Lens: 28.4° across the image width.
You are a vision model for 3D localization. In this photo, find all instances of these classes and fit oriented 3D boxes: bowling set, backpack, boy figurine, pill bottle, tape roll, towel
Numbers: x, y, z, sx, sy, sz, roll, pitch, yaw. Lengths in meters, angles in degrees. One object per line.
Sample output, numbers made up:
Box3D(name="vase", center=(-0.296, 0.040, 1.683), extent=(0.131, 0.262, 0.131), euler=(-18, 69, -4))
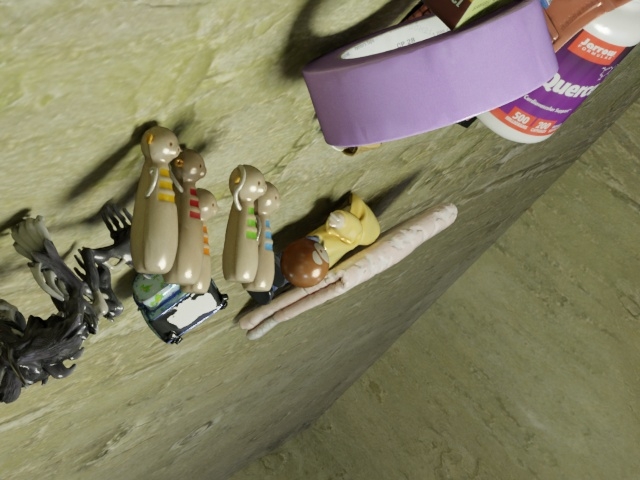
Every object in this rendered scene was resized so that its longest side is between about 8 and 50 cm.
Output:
Box3D(name="bowling set", center=(-0.086, -0.025, 1.398), extent=(0.200, 0.154, 0.287), euler=(2, 173, 3))
Box3D(name="backpack", center=(-0.195, 0.067, 1.661), extent=(0.105, 0.084, 0.114), euler=(-37, -152, -11))
Box3D(name="boy figurine", center=(0.000, 0.000, 2.041), extent=(0.285, 0.092, 0.177), euler=(-32, 167, -41))
Box3D(name="pill bottle", center=(0.353, -0.301, 1.847), extent=(0.181, 0.181, 0.323), euler=(-29, 164, -45))
Box3D(name="tape roll", center=(0.122, -0.194, 1.420), extent=(0.275, 0.090, 0.275), euler=(-18, -165, 5))
Box3D(name="towel", center=(0.050, 0.053, 2.256), extent=(0.332, 0.053, 0.317), euler=(-32, -178, -44))

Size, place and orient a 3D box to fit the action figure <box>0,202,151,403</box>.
Box3D(name="action figure", center=(-0.282, 0.064, 1.296), extent=(0.164, 0.141, 0.275), euler=(-46, -177, 28))

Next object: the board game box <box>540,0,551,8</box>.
Box3D(name="board game box", center=(0.298, -0.380, 1.487), extent=(0.201, 0.035, 0.136), euler=(-59, 166, 6))

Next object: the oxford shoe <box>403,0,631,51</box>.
Box3D(name="oxford shoe", center=(0.270, -0.301, 1.644), extent=(0.397, 0.140, 0.146), euler=(-23, -172, 4))

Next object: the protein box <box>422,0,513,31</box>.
Box3D(name="protein box", center=(0.192, -0.354, 1.292), extent=(0.200, 0.136, 0.201), euler=(-32, 164, -41))

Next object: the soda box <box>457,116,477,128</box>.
Box3D(name="soda box", center=(0.222, -0.224, 2.030), extent=(0.060, 0.053, 0.169), euler=(-44, 167, 13))

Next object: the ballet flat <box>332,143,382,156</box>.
Box3D(name="ballet flat", center=(0.038, -0.150, 1.681), extent=(0.073, 0.080, 0.232), euler=(-27, 168, 6))
